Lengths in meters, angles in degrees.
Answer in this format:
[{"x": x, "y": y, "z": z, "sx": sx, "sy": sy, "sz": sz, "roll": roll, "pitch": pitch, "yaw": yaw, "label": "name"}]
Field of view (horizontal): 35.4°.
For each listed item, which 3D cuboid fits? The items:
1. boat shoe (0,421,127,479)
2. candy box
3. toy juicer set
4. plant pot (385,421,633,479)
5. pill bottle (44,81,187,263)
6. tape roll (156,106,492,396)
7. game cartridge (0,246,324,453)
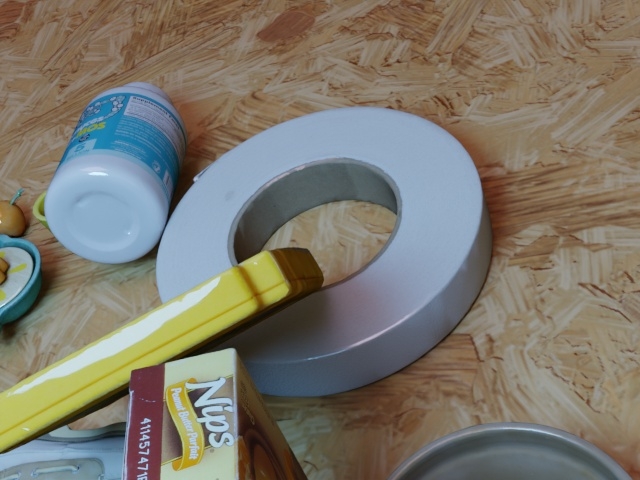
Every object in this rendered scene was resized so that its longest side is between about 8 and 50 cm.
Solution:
[{"x": -0.215, "y": 0.245, "z": 0.989, "sx": 0.302, "sy": 0.113, "sz": 0.103, "roll": -5, "pitch": 47, "yaw": 33, "label": "boat shoe"}, {"x": -0.051, "y": 0.250, "z": 0.756, "sx": 0.087, "sy": 0.316, "sz": 0.183, "roll": -12, "pitch": 45, "yaw": 8, "label": "candy box"}, {"x": -0.442, "y": 0.053, "z": 1.272, "sx": 0.209, "sy": 0.089, "sz": 0.329, "roll": 3, "pitch": 50, "yaw": 25, "label": "toy juicer set"}, {"x": 0.151, "y": 0.273, "z": 0.799, "sx": 0.237, "sy": 0.110, "sz": 0.237, "roll": -11, "pitch": 45, "yaw": 12, "label": "plant pot"}, {"x": -0.251, "y": -0.101, "z": 1.284, "sx": 0.146, "sy": 0.146, "sz": 0.264, "roll": -13, "pitch": 35, "yaw": 12, "label": "pill bottle"}, {"x": 0.000, "y": 0.000, "z": 1.150, "sx": 0.392, "sy": 0.072, "sz": 0.392, "roll": -13, "pitch": 45, "yaw": 13, "label": "tape roll"}, {"x": -0.138, "y": 0.092, "z": 0.884, "sx": 0.285, "sy": 0.323, "sz": 0.053, "roll": -29, "pitch": 89, "yaw": 4, "label": "game cartridge"}]
